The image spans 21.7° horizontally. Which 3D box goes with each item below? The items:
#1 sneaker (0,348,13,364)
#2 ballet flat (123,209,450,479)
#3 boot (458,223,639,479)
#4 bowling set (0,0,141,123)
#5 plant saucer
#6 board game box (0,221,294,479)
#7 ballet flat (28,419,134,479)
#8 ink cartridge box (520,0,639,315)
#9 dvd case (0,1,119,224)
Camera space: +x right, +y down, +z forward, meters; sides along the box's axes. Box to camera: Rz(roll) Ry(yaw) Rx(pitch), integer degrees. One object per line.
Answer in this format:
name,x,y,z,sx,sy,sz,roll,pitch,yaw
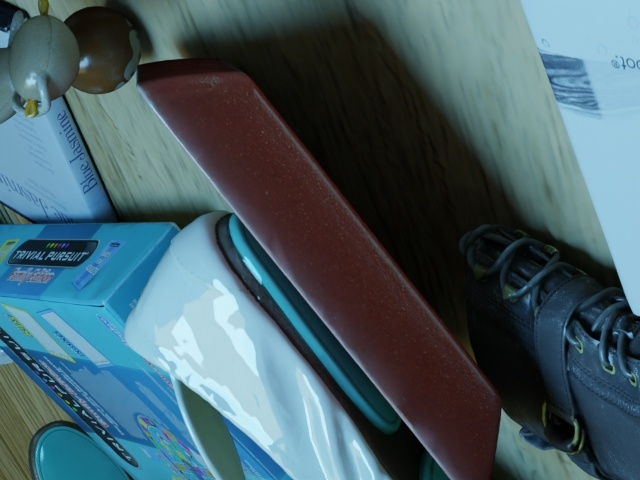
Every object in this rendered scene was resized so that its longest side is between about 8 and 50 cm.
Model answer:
sneaker,-0.377,-0.018,1.501,0.321,0.126,0.127,36,-160,-12
ballet flat,0.025,0.160,1.065,0.400,0.139,0.139,50,156,-2
boot,0.144,0.050,0.780,0.229,0.091,0.263,36,148,43
bowling set,-0.175,-0.152,0.946,0.154,0.200,0.287,-16,73,59
plant saucer,0.000,0.000,0.890,0.258,0.047,0.259,52,179,-10
board game box,-0.126,0.098,1.274,0.254,0.079,0.336,49,158,-22
ballet flat,-0.208,0.302,1.751,0.280,0.095,0.096,51,168,-8
ink cartridge box,0.163,-0.084,0.497,0.198,0.115,0.273,19,144,47
dvd case,-0.240,-0.095,1.266,0.180,0.022,0.253,27,150,37
